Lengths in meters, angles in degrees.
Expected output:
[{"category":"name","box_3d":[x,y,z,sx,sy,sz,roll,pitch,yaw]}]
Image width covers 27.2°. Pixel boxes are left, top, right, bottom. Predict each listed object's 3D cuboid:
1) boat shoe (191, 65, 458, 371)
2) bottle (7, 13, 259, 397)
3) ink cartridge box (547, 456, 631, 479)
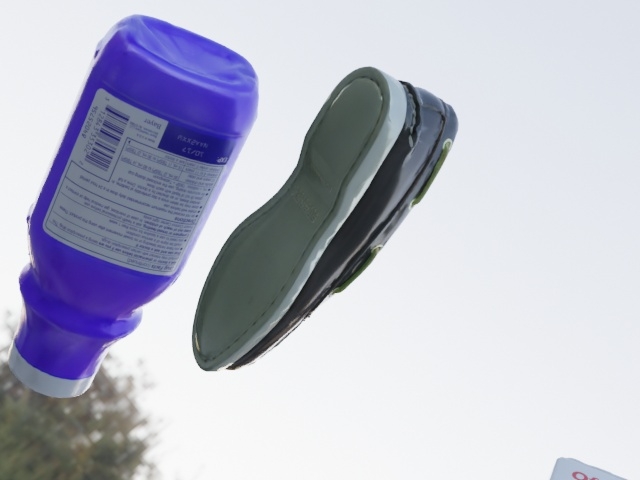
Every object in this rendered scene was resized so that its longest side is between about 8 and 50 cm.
[{"category":"boat shoe","box_3d":[0.000,0.000,0.810,0.228,0.068,0.081,-53,-137,25]},{"category":"bottle","box_3d":[-0.144,-0.014,0.931,0.118,0.092,0.283,20,-63,-14]},{"category":"ink cartridge box","box_3d":[0.242,0.300,1.115,0.160,0.219,0.093,21,-60,12]}]
